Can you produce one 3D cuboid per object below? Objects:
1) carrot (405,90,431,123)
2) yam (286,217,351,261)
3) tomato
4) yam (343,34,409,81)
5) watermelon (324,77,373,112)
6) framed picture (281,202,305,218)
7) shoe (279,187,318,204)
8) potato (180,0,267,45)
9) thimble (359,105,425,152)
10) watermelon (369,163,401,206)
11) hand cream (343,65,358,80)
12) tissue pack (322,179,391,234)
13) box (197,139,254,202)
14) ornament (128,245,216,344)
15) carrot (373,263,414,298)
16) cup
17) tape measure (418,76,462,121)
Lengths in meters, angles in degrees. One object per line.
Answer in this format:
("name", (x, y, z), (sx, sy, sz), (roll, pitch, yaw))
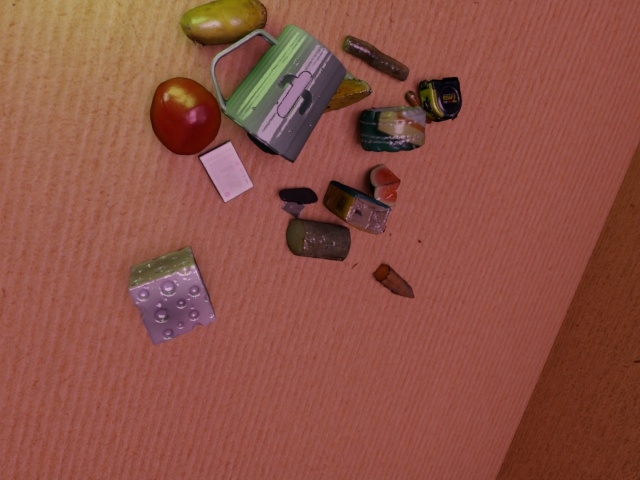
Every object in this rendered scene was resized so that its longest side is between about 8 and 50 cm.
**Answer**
("carrot", (0.440, -0.583, 1.898), (0.191, 0.047, 0.047), (41, 88, -29))
("yam", (0.000, 0.000, 1.830), (0.267, 0.161, 0.162), (9, 102, -27))
("tomato", (-0.471, -0.421, 1.469), (0.259, 0.180, 0.260), (5, 113, 12))
("yam", (0.232, -0.740, 1.751), (0.317, 0.067, 0.071), (17, 71, -25))
("watermelon", (0.055, -0.559, 1.687), (0.300, 0.129, 0.123), (-13, 121, 9))
("framed picture", (-0.114, -0.140, 1.820), (0.089, 0.006, 0.066), (32, 91, -27))
("shoe", (-0.097, -0.180, 1.789), (0.179, 0.049, 0.071), (-2, 70, -33))
("potato", (-0.321, -0.744, 1.462), (0.300, 0.173, 0.140), (-25, 119, -21))
("thimble", (0.300, -0.460, 1.763), (0.288, 0.254, 0.168), (-24, 119, -43))
("watermelon", (0.276, -0.225, 1.888), (0.136, 0.193, 0.146), (16, 136, 12))
("hand cream", (0.074, -0.663, 1.723), (0.175, 0.046, 0.095), (37, 89, -33))
("tissue pack", (0.144, -0.138, 1.783), (0.192, 0.271, 0.134), (17, 102, -25))
("box", (-0.361, -0.265, 1.653), (0.141, 0.058, 0.201), (-32, 114, -11))
("ornament", (-0.551, 0.197, 1.610), (0.239, 0.240, 0.239), (-20, 112, -15))
("carrot", (0.376, 0.215, 2.082), (0.263, 0.102, 0.102), (36, 90, -28))
("cup", (-0.150, -0.517, 1.478), (0.392, 0.310, 0.400), (-54, 142, 9))
("tape measure", (0.520, -0.609, 1.869), (0.198, 0.112, 0.186), (-15, 98, -22))
